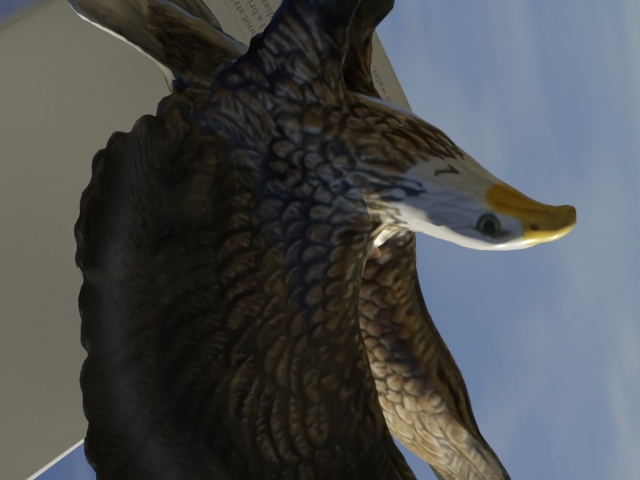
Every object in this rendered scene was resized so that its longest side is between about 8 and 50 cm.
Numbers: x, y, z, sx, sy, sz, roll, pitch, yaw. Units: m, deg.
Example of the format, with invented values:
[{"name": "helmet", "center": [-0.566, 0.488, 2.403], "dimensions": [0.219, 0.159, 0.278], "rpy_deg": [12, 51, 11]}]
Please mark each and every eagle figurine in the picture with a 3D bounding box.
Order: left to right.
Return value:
[{"name": "eagle figurine", "center": [0.006, 0.002, 0.753], "dimensions": [0.225, 0.226, 0.298], "rpy_deg": [-148, 62, -67]}]

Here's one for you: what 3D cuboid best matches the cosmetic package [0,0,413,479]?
[{"name": "cosmetic package", "center": [-0.143, -0.028, 1.006], "dimensions": [0.385, 0.156, 0.217], "rpy_deg": [-33, -72, -29]}]
